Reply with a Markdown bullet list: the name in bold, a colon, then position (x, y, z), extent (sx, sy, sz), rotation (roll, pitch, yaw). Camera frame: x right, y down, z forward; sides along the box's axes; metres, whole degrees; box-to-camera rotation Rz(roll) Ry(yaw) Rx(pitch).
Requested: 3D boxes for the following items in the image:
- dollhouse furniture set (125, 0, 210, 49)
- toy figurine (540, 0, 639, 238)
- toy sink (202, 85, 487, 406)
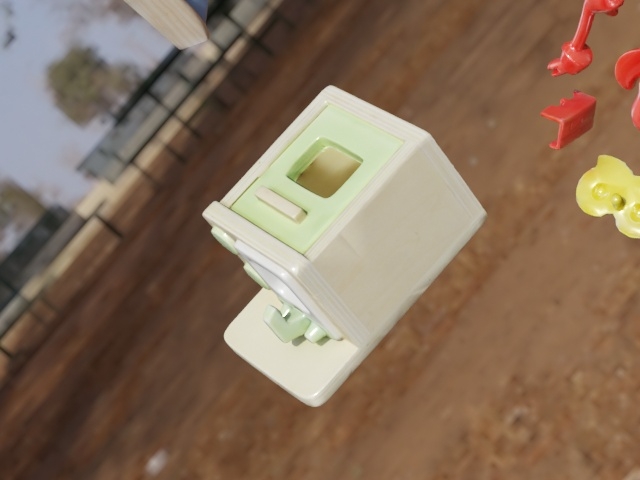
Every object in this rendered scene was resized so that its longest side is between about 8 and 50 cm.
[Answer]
- **dollhouse furniture set**: position (-0.102, -0.405, 2.159), extent (0.303, 0.286, 0.198), rotation (-17, 52, 30)
- **toy figurine**: position (0.345, -0.092, 1.146), extent (0.217, 0.362, 0.191), rotation (-33, -46, -42)
- **toy sink**: position (0.000, 0.000, 1.642), extent (0.234, 0.131, 0.153), rotation (-48, 40, -9)
